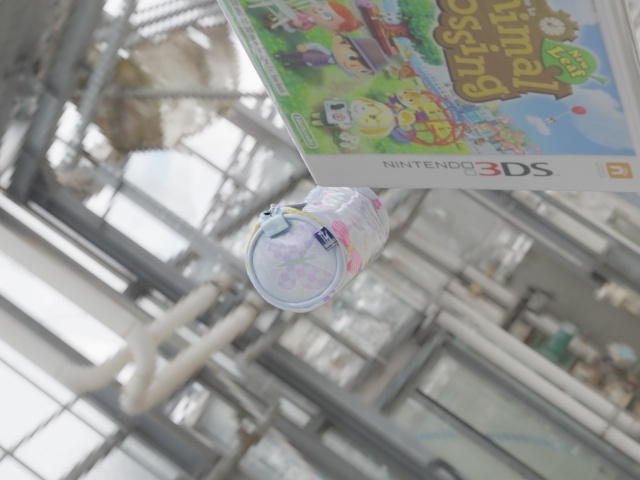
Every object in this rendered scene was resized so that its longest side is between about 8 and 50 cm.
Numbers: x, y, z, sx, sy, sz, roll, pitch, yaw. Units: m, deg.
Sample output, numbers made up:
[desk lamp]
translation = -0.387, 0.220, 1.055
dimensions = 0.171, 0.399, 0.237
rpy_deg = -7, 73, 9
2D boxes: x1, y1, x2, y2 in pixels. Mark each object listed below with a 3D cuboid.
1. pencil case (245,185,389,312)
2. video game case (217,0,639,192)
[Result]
[pencil case]
translation = 0.000, 0.000, 1.662
dimensions = 0.113, 0.124, 0.273
rpy_deg = -42, -3, 18
[video game case]
translation = 0.050, -0.096, 0.663
dimensions = 0.212, 0.193, 0.023
rpy_deg = 61, -140, -46
